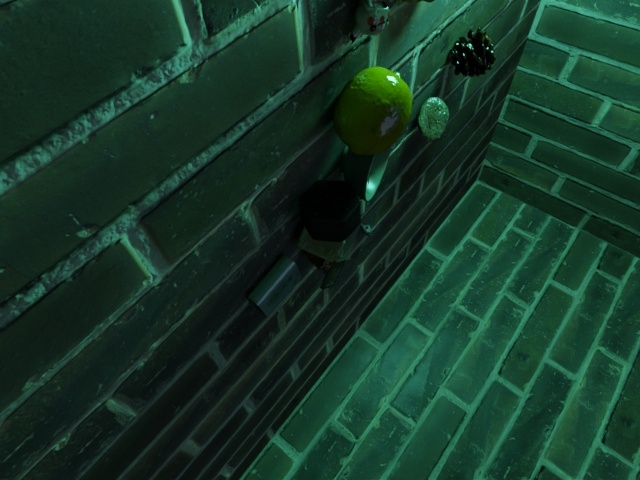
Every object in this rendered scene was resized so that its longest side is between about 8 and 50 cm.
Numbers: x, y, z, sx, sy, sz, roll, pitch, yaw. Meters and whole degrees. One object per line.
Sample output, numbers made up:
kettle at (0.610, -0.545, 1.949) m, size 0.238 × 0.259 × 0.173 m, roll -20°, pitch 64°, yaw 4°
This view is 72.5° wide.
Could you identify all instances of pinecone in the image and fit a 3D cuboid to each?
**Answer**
pinecone at (0.704, -0.863, 2.042) m, size 0.221 × 0.221 × 0.221 m, roll -44°, pitch 154°, yaw -29°

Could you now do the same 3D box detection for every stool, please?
stool at (0.035, -0.113, 1.629) m, size 0.232 × 0.232 × 0.141 m, roll -47°, pitch 153°, yaw -24°

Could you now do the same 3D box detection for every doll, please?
doll at (0.151, -0.690, 1.283) m, size 0.149 × 0.095 × 0.192 m, roll -36°, pitch 152°, yaw -29°

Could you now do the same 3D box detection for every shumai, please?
shumai at (0.552, -0.601, 2.170) m, size 0.153 × 0.161 × 0.210 m, roll -78°, pitch 159°, yaw -74°

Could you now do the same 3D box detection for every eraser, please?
eraser at (-0.181, 0.183, 1.740) m, size 0.227 × 0.081 × 0.174 m, roll -49°, pitch 155°, yaw -18°

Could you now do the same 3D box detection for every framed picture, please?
framed picture at (0.068, 0.174, 2.300) m, size 0.128 × 0.023 × 0.169 m, roll -10°, pitch 129°, yaw -60°

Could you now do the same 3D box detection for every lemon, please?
lemon at (0.170, -0.427, 1.455) m, size 0.260 × 0.260 × 0.284 m, roll -23°, pitch 142°, yaw -53°

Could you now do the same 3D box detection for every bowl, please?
bowl at (0.164, -0.308, 1.694) m, size 0.289 × 0.146 × 0.289 m, roll -59°, pitch 163°, yaw -31°

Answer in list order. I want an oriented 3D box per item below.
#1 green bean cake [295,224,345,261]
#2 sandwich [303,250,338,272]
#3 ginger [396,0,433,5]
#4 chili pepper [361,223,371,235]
green bean cake at (0.000, 0.000, 1.742) m, size 0.109 × 0.179 × 0.085 m, roll -60°, pitch -168°, yaw 22°
sandwich at (0.025, 0.025, 1.861) m, size 0.184 × 0.160 × 0.109 m, roll -41°, pitch 172°, yaw -19°
ginger at (0.339, -0.860, 1.465) m, size 0.294 × 0.086 × 0.131 m, roll -32°, pitch 168°, yaw -38°
chili pepper at (0.250, -0.057, 2.353) m, size 0.153 × 0.041 × 0.050 m, roll 43°, pitch 38°, yaw -67°
